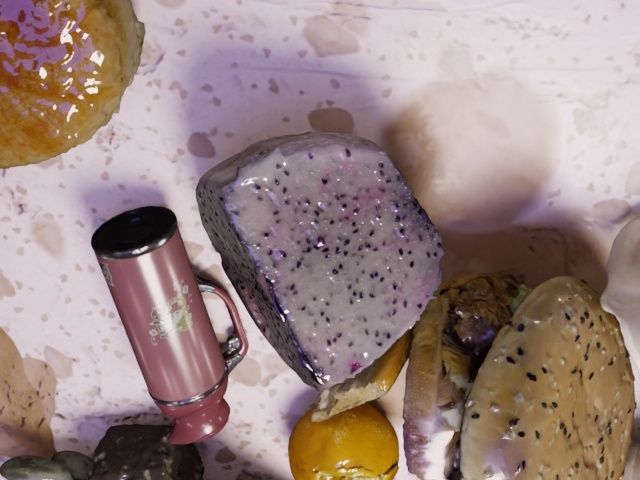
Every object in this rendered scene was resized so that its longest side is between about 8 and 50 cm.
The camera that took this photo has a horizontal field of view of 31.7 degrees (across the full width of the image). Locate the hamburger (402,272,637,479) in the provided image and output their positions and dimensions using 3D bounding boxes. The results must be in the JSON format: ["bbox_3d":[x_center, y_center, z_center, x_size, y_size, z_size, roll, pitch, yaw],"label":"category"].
[{"bbox_3d":[0.233,0.175,1.328,0.195,0.318,0.277,6,95,40],"label":"hamburger"}]

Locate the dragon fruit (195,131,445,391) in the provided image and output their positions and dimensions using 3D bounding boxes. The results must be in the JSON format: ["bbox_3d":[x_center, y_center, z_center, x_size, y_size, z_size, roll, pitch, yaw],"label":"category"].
[{"bbox_3d":[0.000,0.000,1.318,0.221,0.204,0.283,-31,104,-8],"label":"dragon fruit"}]

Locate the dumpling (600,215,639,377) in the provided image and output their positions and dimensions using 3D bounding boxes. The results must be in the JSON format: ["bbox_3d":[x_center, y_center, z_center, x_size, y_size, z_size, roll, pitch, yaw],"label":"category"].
[{"bbox_3d":[0.467,0.113,1.300,0.318,0.243,0.187,40,146,-8],"label":"dumpling"}]

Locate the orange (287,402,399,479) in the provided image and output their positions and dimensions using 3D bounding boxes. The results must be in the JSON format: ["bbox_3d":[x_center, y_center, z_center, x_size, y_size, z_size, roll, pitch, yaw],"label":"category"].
[{"bbox_3d":[0.030,0.290,1.517,0.154,0.134,0.155,7,122,11],"label":"orange"}]

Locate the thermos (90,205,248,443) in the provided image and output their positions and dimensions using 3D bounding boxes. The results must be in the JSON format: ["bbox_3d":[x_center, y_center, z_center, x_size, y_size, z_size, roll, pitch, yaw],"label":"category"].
[{"bbox_3d":[-0.183,0.117,1.464,0.109,0.136,0.330,8,126,35],"label":"thermos"}]

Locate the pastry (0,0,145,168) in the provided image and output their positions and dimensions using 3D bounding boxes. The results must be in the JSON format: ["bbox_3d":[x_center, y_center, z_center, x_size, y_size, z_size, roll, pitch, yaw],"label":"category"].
[{"bbox_3d":[-0.352,-0.226,1.247,0.329,0.136,0.330,3,120,5],"label":"pastry"}]

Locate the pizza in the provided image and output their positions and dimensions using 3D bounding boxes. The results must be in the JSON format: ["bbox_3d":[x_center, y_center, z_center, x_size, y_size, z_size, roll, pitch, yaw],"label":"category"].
[{"bbox_3d":[0.051,0.143,1.422,0.034,0.181,0.262,31,144,-13],"label":"pizza"}]

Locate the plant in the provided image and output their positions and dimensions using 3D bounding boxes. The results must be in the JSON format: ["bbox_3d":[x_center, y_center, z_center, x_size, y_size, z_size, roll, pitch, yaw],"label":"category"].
[{"bbox_3d":[-0.307,0.347,1.580,0.274,0.149,0.146,-9,117,10],"label":"plant"}]

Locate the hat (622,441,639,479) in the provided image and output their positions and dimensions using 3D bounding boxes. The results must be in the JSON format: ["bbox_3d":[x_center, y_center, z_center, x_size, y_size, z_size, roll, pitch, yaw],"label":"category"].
[{"bbox_3d":[0.396,0.331,1.445,0.161,0.232,0.275,25,139,-7],"label":"hat"}]
